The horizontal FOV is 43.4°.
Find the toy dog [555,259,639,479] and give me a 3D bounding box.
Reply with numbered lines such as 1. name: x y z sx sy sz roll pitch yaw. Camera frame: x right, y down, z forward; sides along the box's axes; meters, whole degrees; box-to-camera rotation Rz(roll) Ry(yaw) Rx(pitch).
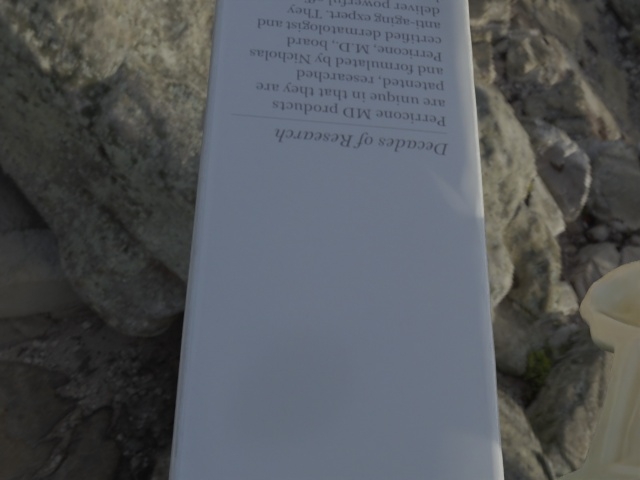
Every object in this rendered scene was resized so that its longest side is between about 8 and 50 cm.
1. toy dog: 0.386 0.232 0.587 0.408 0.396 0.284 56 38 -31

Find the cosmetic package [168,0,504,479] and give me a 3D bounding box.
1. cosmetic package: 0.000 0.000 0.532 0.162 0.230 0.453 4 64 -5
